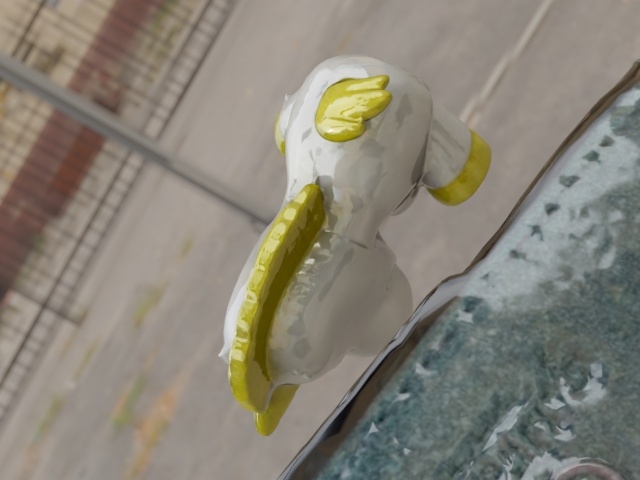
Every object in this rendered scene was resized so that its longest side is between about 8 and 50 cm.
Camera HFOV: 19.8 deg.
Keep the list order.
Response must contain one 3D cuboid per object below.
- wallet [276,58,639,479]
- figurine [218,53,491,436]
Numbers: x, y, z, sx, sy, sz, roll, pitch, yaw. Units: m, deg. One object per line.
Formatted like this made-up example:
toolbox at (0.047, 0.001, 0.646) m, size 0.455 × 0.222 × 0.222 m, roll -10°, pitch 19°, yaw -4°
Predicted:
wallet at (0.181, 0.113, 0.423) m, size 0.191 × 0.379 × 0.046 m, roll -48°, pitch -20°, yaw -23°
figurine at (0.001, 0.003, 0.834) m, size 0.178 × 0.109 × 0.129 m, roll -70°, pitch -16°, yaw 4°
